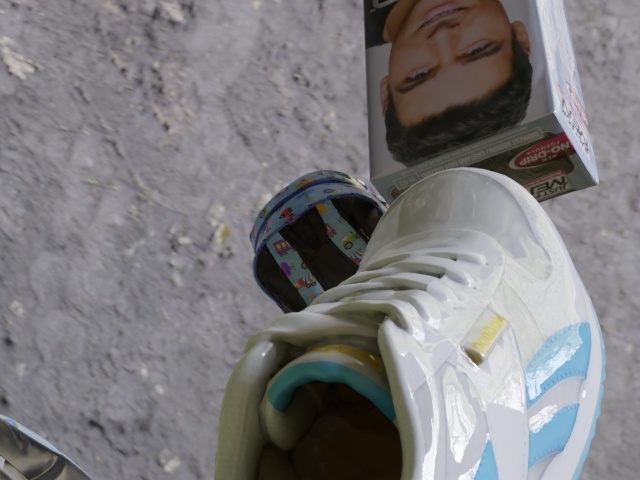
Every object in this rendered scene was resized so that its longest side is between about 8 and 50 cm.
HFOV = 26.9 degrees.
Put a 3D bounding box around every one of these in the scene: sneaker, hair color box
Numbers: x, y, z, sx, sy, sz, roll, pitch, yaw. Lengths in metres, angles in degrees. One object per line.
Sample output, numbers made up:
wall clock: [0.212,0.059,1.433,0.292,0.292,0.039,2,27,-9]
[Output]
sneaker: [0.027,0.045,0.397,0.092,0.087,0.229,61,30,-32]
hair color box: [0.149,-0.192,1.341,0.185,0.375,0.113,-20,136,21]

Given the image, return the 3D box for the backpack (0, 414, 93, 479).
backpack: [-0.264,0.246,0.887,0.355,0.273,0.290,65,33,-52]

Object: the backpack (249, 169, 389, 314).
backpack: [0.000,0.000,1.348,0.158,0.117,0.173,-35,139,8]
